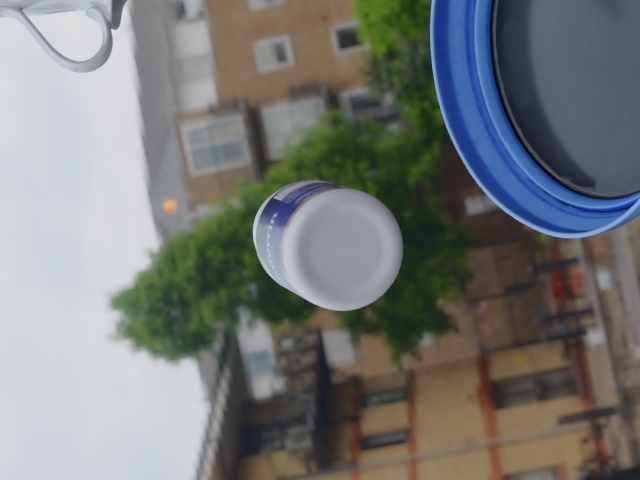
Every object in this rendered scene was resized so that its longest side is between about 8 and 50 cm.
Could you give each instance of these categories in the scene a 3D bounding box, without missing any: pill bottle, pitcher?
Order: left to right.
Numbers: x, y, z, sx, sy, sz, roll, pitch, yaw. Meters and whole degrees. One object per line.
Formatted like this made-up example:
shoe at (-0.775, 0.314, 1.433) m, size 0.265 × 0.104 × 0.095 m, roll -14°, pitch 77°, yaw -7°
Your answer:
pitcher at (-0.305, -0.279, 1.829) m, size 0.125 × 0.207 × 0.178 m, roll 92°, pitch -166°, yaw -67°
pill bottle at (0.000, 0.000, 2.179) m, size 0.264 × 0.153 × 0.153 m, roll -159°, pitch 55°, yaw -75°

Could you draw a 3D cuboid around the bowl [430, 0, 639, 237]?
bowl at (0.264, -0.201, 1.755) m, size 0.391 × 0.077 × 0.391 m, roll 22°, pitch 117°, yaw 52°
